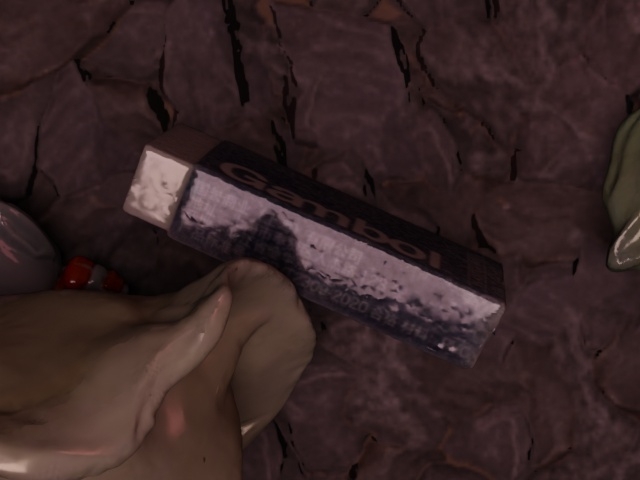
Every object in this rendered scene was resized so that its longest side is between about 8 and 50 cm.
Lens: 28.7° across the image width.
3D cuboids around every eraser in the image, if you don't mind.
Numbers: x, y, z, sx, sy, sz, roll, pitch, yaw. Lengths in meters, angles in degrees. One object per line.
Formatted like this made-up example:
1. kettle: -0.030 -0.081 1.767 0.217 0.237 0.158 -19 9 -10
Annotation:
1. eraser: 0.000 0.000 0.709 0.212 0.092 0.046 24 105 1

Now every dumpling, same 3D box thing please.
1. dumpling: -0.121 0.098 0.688 0.243 0.318 0.187 -32 73 -18

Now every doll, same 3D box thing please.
1. doll: -0.181 0.022 0.742 0.180 0.079 0.094 29 128 -15

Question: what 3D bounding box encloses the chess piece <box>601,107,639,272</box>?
1. chess piece: 0.304 -0.021 0.662 0.298 0.176 0.176 19 104 14
